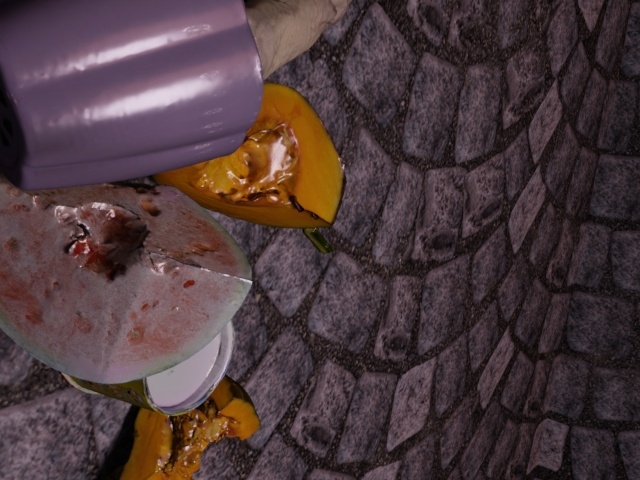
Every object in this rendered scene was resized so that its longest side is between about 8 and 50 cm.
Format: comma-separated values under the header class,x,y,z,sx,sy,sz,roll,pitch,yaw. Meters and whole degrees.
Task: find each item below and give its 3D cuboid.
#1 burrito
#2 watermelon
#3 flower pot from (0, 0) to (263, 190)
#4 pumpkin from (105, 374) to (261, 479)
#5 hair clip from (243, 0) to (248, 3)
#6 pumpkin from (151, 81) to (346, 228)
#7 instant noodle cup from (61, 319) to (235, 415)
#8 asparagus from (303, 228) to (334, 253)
class,x,y,z,sx,sy,sz,roll,pitch,yaw
burrito,-0.040,-0.306,1.147,0.392,0.076,0.117,-50,155,-50
watermelon,-0.247,0.027,0.945,0.188,0.321,0.175,-59,-179,23
flower pot,-0.232,-0.181,0.852,0.243,0.265,0.265,-23,124,-32
pumpkin,-0.211,0.286,1.192,0.248,0.126,0.131,-43,147,-9
hair clip,-0.117,-0.237,1.161,0.083,0.048,0.275,-42,141,-52
pumpkin,-0.110,-0.127,1.145,0.312,0.148,0.169,22,69,-50
instant noodle cup,-0.217,0.130,1.075,0.205,0.153,0.205,-29,128,-45
asparagus,0.000,0.000,1.436,0.108,0.025,0.021,51,53,-51
